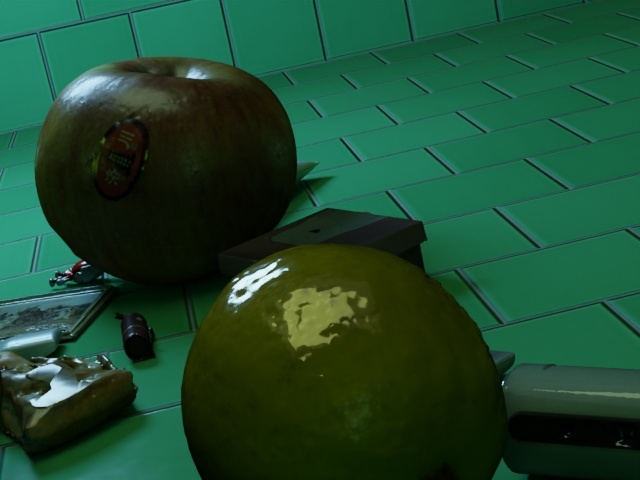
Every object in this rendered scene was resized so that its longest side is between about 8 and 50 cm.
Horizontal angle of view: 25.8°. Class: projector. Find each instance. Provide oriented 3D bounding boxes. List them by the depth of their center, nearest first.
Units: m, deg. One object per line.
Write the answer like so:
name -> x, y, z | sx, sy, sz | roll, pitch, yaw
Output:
projector -> 0.325, 0.167, 1.233 | 0.338, 0.108, 0.108 | -1, 20, 34

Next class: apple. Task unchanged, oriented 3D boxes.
apple -> -0.243, -0.107, 2.165 | 0.400, 0.333, 0.400 | 5, 17, -2

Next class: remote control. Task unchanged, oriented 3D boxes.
remote control -> 0.145, 0.140, 1.602 | 0.050, 0.027, 0.184 | -22, 14, -36
remote control -> -0.442, 0.154, 1.951 | 0.162, 0.029, 0.061 | -12, 15, 1

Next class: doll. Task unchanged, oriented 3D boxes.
doll -> -0.381, 0.051, 2.244 | 0.114, 0.039, 0.057 | -16, -13, 15

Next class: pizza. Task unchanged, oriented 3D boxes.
pizza -> -0.352, 0.179, 1.732 | 0.189, 0.071, 0.297 | -22, 19, -30

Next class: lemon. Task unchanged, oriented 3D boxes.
lemon -> 0.017, 0.142, 1.234 | 0.297, 0.297, 0.297 | -11, 16, 3

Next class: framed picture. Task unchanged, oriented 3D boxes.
framed picture -> -0.460, 0.120, 2.101 | 0.274, 0.017, 0.217 | -9, 16, 11

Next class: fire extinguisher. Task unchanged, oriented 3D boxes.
fire extinguisher -> -0.251, 0.125, 1.899 | 0.056, 0.039, 0.132 | 19, 10, -14

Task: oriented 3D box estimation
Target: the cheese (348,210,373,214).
cheese -> 0.000, 0.000, 2.148 | 0.097, 0.037, 0.192 | 3, 22, 45

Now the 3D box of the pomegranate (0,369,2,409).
pomegranate -> -0.474, 0.173, 1.515 | 0.264, 0.264, 0.264 | -11, 16, 3

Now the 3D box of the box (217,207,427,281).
box -> 0.007, 0.034, 1.943 | 0.215, 0.086, 0.215 | -24, 20, -34

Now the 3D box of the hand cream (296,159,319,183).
hand cream -> -0.114, -0.104, 2.483 | 0.147, 0.093, 0.306 | -4, 16, 19
